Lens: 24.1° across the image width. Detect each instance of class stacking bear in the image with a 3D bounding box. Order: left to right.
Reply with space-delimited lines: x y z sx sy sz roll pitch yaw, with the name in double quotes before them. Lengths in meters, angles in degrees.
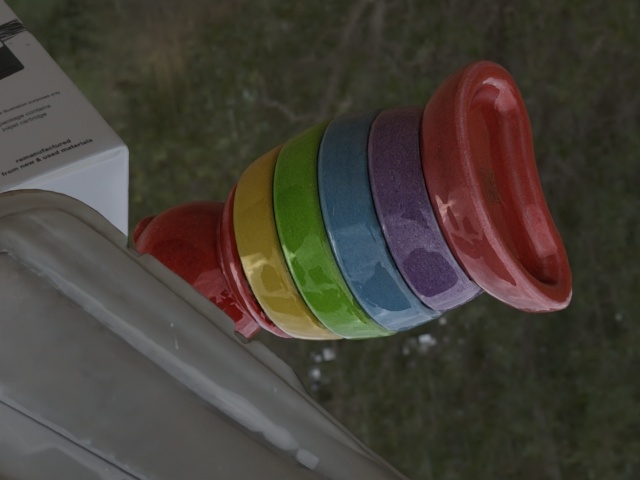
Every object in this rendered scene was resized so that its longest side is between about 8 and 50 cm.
"stacking bear" 0.000 0.000 1.035 0.289 0.175 0.164 -18 172 24

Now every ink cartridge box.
"ink cartridge box" -0.203 -0.051 0.910 0.086 0.208 0.153 -24 143 -26

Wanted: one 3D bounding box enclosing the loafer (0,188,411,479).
"loafer" 0.005 0.116 0.405 0.111 0.319 0.112 -52 172 -9
